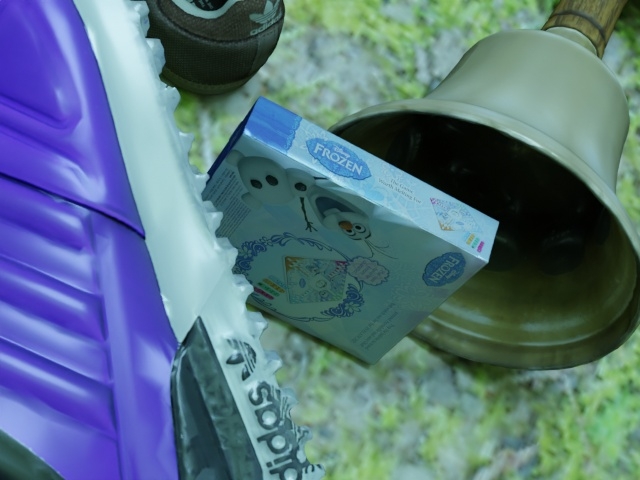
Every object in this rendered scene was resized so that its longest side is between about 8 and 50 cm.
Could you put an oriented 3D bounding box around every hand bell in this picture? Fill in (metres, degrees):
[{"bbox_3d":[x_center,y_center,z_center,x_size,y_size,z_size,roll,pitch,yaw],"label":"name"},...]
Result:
[{"bbox_3d":[0.101,-0.081,0.585,0.126,0.126,0.242,36,55,-6],"label":"hand bell"}]

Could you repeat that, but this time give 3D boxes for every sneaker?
[{"bbox_3d":[-0.111,0.009,0.471,0.146,0.102,0.293,-22,83,-23],"label":"sneaker"},{"bbox_3d":[-0.074,-0.141,0.544,0.066,0.071,0.188,-40,91,-24],"label":"sneaker"}]

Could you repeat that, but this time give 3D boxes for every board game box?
[{"bbox_3d":[0.000,0.000,0.518,0.090,0.090,0.020,28,55,-10],"label":"board game box"}]
